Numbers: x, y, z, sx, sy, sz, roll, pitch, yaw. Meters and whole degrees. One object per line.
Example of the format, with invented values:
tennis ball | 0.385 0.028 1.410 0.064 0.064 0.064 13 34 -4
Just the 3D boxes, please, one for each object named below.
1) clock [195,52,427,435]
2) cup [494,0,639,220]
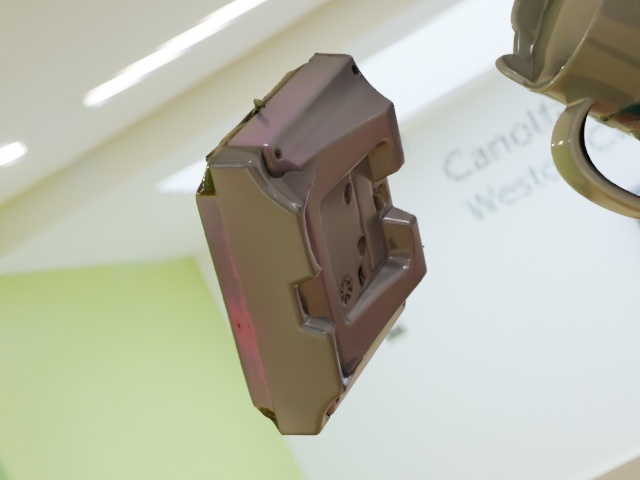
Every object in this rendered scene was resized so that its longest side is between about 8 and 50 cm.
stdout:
clock | 0.000 0.000 1.237 0.083 0.253 0.186 2 32 27
cup | 0.305 -0.158 1.408 0.290 0.257 0.219 -70 12 -12
